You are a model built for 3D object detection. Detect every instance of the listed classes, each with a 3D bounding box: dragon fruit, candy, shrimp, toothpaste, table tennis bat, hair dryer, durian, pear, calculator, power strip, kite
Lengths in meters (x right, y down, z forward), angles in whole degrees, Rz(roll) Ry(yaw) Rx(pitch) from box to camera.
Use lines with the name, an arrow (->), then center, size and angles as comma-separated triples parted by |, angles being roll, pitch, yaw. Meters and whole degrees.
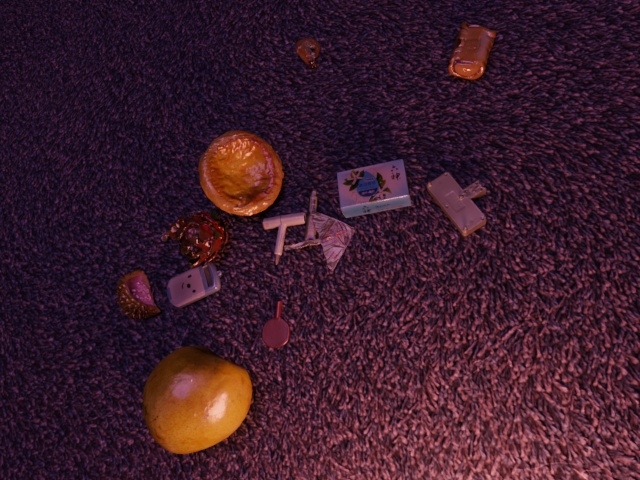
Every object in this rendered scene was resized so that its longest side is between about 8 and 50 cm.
dragon fruit -> -0.416, -0.012, 1.695 | 0.182, 0.182, 0.189 | 27, 34, 25
candy -> -0.525, -0.055, 1.813 | 0.182, 0.046, 0.053 | -35, 61, 3
shrimp -> -0.041, -0.764, 1.978 | 0.099, 0.041, 0.180 | -19, 62, -8
toothpaste -> -0.029, -0.079, 1.685 | 0.049, 0.031, 0.204 | 0, 71, 11
table tennis bat -> -0.143, 0.272, 1.578 | 0.098, 0.019, 0.154 | -1, 70, 17
hair dryer -> -0.122, -0.002, 1.680 | 0.155, 0.044, 0.182 | -10, 71, 14
durian -> -0.660, 0.196, 1.728 | 0.132, 0.165, 0.182 | -15, 85, -34
pear -> -0.367, 0.461, 1.412 | 0.304, 0.304, 0.303 | -6, 66, 14
calculator -> -0.442, 0.154, 1.705 | 0.210, 0.039, 0.121 | -24, 65, 5
power strip -> 0.455, -0.136, 1.547 | 0.145, 0.061, 0.215 | -33, 63, 2
kite -> 0.000, 0.001, 1.636 | 0.250, 0.012, 0.229 | -16, 71, 2

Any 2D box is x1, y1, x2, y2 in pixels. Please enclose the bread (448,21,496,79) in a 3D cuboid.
bread -> 0.543, -0.682, 1.741 | 0.134, 0.081, 0.225 | 17, 72, 17

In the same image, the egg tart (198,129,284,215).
egg tart -> -0.287, -0.237, 1.748 | 0.319, 0.128, 0.318 | 3, 80, -16

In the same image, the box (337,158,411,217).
box -> 0.179, -0.174, 1.634 | 0.233, 0.083, 0.142 | -11, 64, 13
